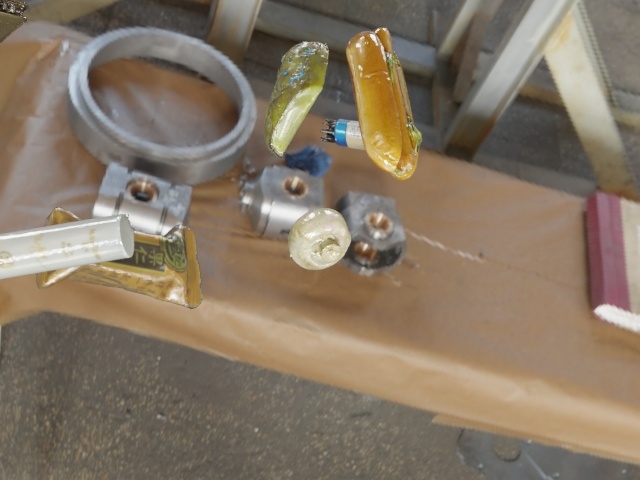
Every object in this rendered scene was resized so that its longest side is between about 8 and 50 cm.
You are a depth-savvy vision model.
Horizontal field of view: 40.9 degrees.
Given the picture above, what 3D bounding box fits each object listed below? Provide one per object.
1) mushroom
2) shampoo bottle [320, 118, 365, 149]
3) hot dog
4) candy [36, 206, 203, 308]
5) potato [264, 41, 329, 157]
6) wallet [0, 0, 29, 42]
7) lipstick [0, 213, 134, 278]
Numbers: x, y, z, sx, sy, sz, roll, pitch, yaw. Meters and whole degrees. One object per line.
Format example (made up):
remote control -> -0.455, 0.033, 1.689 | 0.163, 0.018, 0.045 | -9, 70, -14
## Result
mushroom -> 0.000, 0.000, 1.075 | 0.083, 0.083, 0.067 | -3, 35, -24
shampoo bottle -> 0.090, -0.195, 1.613 | 0.183, 0.087, 0.050 | 11, 87, 14
hot dog -> 0.092, -0.198, 1.207 | 0.100, 0.068, 0.249 | 30, 42, -48
candy -> -0.307, 0.025, 1.355 | 0.271, 0.101, 0.143 | 11, 70, -34
potato -> -0.050, -0.233, 1.362 | 0.054, 0.198, 0.119 | 23, 3, -30
wallet -> -0.580, -0.379, 1.476 | 0.110, 0.198, 0.031 | 2, 87, -35
lipstick -> -0.369, 0.015, 1.083 | 0.264, 0.059, 0.059 | -10, 53, 4
